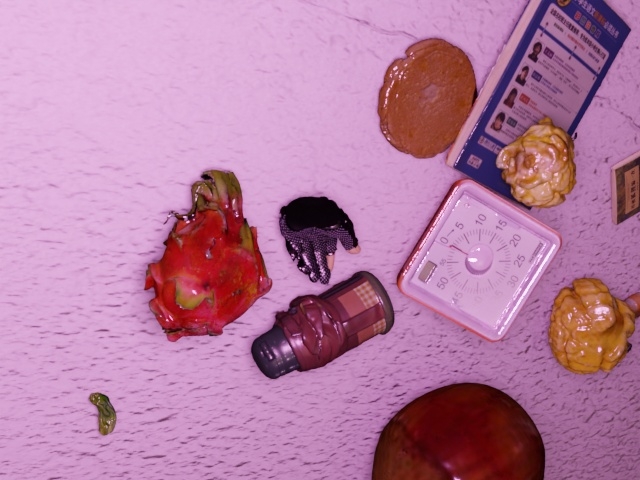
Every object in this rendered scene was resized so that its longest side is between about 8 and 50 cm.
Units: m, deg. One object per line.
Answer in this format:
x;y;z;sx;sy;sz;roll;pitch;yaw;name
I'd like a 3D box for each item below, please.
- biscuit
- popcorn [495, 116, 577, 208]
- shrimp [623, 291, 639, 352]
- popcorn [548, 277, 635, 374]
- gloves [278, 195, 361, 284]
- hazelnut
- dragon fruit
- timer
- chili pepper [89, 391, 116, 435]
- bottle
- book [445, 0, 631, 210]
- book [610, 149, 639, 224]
0.197;-0.260;1.423;0.226;0.042;0.226;-12;119;-23;biscuit
0.429;-0.148;1.481;0.173;0.142;0.173;5;82;-39;popcorn
0.799;0.217;1.978;0.161;0.049;0.166;-38;126;-6;shrimp
0.631;0.201;1.816;0.200;0.226;0.203;-31;174;25;popcorn
-0.003;-0.001;1.412;0.129;0.106;0.180;-29;152;-13;gloves
0.299;0.506;1.644;0.421;0.353;0.421;-4;97;-38;hazelnut
-0.198;0.026;1.265;0.200;0.269;0.198;-18;167;3;dragon fruit
0.300;0.030;1.549;0.250;0.161;0.257;27;97;-28;timer
-0.384;0.307;1.367;0.034;0.030;0.091;-6;115;1;chili pepper
-0.004;0.164;1.451;0.271;0.143;0.156;-26;161;-20;bottle
0.437;-0.291;1.524;0.300;0.039;0.428;21;100;-42;book
0.772;-0.151;1.807;0.228;0.024;0.160;-28;125;-16;book
